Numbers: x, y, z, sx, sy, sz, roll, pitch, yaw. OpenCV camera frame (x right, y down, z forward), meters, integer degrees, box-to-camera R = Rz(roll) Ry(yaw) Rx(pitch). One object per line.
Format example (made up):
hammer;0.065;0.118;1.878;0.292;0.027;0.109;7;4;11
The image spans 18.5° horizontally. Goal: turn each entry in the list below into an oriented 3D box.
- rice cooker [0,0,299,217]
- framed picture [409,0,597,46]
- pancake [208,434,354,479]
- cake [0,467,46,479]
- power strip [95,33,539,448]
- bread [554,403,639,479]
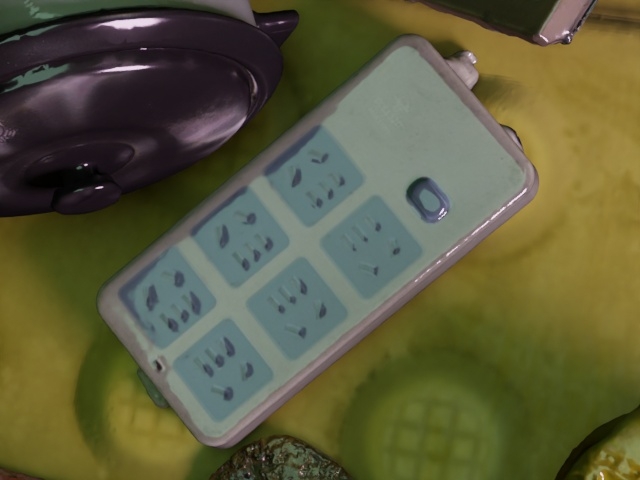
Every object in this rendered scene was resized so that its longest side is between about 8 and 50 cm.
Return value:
rice cooker;-0.152;-0.123;1.068;0.280;0.241;0.227;-8;73;-26
framed picture;0.103;-0.221;1.027;0.024;0.315;0.232;33;89;-29
pancake;-0.020;0.161;1.106;0.108;0.017;0.108;-2;81;12
cake;-0.159;0.191;1.088;0.287;0.098;0.135;5;78;23
power strip;0.000;0.000;1.114;0.270;0.046;0.118;-40;75;3
bread;0.286;0.216;0.981;0.383;0.112;0.166;23;81;16
